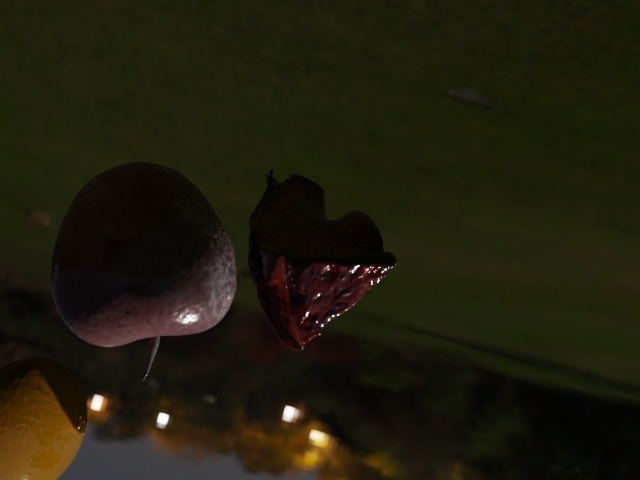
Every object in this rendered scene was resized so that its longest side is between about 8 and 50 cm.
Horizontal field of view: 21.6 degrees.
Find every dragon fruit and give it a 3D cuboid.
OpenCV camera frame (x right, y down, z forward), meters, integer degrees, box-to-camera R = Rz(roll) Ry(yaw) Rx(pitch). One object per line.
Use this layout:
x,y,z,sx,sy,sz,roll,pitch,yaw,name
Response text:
-0.014,-0.011,1.443,0.092,0.122,0.192,45,-160,-25,dragon fruit

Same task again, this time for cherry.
-0.226,0.038,2.164,0.236,0.285,0.213,1,174,-20,cherry

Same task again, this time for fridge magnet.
-0.294,0.183,1.659,0.143,0.143,0.063,18,179,-43,fridge magnet
